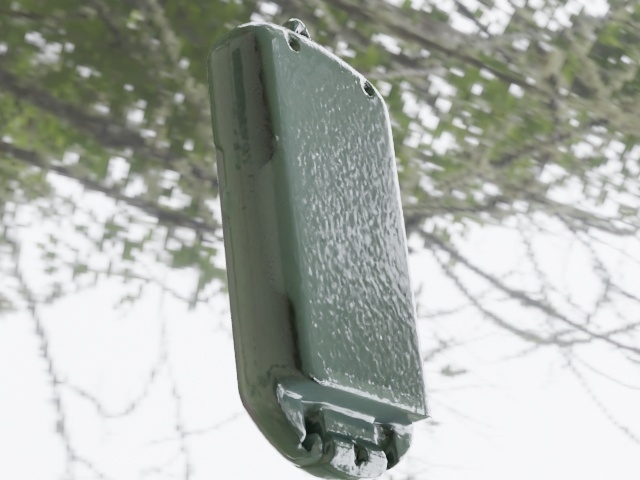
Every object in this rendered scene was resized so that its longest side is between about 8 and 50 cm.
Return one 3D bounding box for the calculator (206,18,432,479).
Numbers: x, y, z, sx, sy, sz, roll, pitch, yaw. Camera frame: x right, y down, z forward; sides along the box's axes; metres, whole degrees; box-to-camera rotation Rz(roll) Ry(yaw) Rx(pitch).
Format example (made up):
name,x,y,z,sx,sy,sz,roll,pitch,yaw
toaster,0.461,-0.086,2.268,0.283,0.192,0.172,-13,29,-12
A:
name,x,y,z,sx,sy,sz,roll,pitch,yaw
calculator,0.000,0.000,0.920,0.045,0.141,0.246,-17,-111,28
